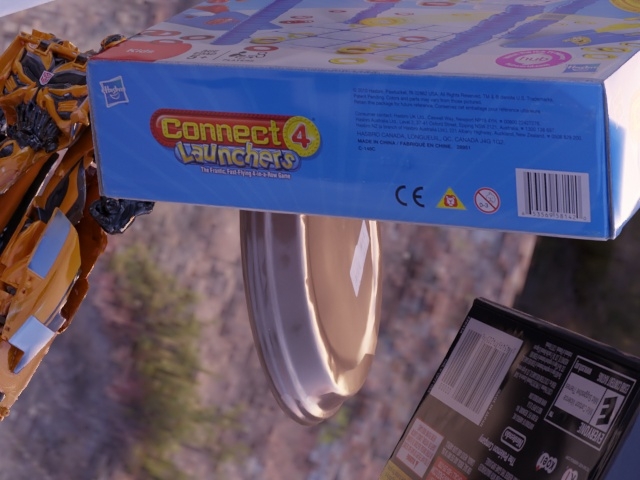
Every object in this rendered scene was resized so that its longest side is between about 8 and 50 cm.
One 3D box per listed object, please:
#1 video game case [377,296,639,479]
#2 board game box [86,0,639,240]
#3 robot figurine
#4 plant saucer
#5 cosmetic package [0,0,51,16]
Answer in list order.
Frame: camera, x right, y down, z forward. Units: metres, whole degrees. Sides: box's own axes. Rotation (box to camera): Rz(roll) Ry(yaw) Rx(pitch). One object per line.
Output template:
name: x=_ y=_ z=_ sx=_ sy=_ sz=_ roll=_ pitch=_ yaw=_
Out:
video game case: x=0.066 y=0.155 z=0.860 sx=0.035 sy=0.275 sz=0.248 roll=29 pitch=89 yaw=-12
board game box: x=0.072 y=-0.102 z=1.068 sx=0.302 sy=0.308 sz=0.086 roll=-39 pitch=129 yaw=-56
robot figurine: x=-0.216 y=-0.028 z=1.298 sx=0.085 sy=0.211 sz=0.291 roll=39 pitch=75 yaw=-53
plant saucer: x=0.000 y=0.000 z=1.356 sx=0.278 sy=0.041 sz=0.277 roll=-4 pitch=90 yaw=-75
cosmetic package: x=-0.408 y=-0.338 z=1.907 sx=0.366 sy=0.155 sz=0.197 roll=-21 pitch=132 yaw=-21
